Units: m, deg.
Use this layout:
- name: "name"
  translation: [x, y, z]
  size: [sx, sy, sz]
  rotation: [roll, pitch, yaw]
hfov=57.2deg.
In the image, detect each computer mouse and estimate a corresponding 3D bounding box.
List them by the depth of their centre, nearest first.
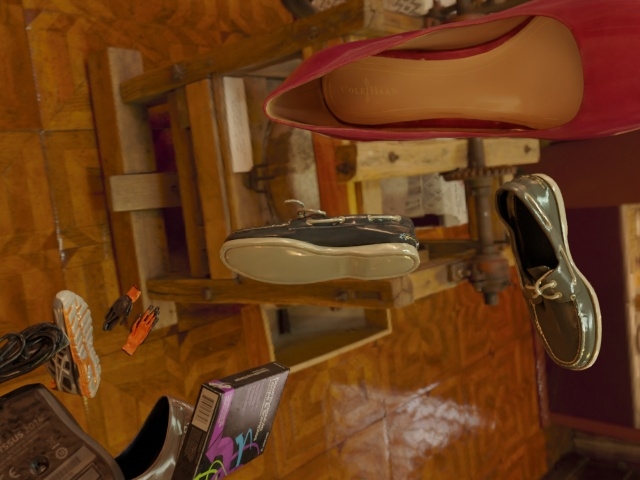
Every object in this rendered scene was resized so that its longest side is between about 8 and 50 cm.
- name: "computer mouse"
  translation: [-0.319, 0.240, 0.668]
  size: [0.188, 0.272, 0.072]
  rotation: [-34, 158, -30]

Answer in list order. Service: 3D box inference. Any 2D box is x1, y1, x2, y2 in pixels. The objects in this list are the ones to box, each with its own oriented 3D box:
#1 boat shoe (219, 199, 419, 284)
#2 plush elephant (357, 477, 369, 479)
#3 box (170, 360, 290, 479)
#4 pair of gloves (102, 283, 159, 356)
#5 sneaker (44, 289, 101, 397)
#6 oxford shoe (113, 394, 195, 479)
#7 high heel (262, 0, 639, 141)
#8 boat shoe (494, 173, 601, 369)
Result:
- name: "boat shoe"
  translation: [0.000, 0.000, 0.758]
  size: [0.095, 0.254, 0.079]
  rotation: [86, 2, -55]
- name: "plush elephant"
  translation: [-0.025, 0.462, 0.787]
  size: [0.255, 0.272, 0.330]
  rotation: [28, 81, -15]
- name: "box"
  translation: [-0.094, 0.201, 0.649]
  size: [0.162, 0.029, 0.116]
  rotation: [5, 104, -68]
- name: "pair of gloves"
  translation: [-0.255, 0.105, 0.789]
  size: [0.074, 0.083, 0.010]
  rotation: [-54, 148, -4]
- name: "sneaker"
  translation: [-0.437, 0.184, 1.006]
  size: [0.084, 0.083, 0.215]
  rotation: [-92, -176, -65]
- name: "oxford shoe"
  translation: [-0.272, 0.373, 0.768]
  size: [0.133, 0.129, 0.364]
  rotation: [56, 49, -33]
- name: "high heel"
  translation: [0.075, -0.084, 0.316]
  size: [0.117, 0.244, 0.082]
  rotation: [-27, 121, -31]
- name: "boat shoe"
  translation: [0.346, 0.053, 0.925]
  size: [0.099, 0.116, 0.320]
  rotation: [-8, 84, -38]
